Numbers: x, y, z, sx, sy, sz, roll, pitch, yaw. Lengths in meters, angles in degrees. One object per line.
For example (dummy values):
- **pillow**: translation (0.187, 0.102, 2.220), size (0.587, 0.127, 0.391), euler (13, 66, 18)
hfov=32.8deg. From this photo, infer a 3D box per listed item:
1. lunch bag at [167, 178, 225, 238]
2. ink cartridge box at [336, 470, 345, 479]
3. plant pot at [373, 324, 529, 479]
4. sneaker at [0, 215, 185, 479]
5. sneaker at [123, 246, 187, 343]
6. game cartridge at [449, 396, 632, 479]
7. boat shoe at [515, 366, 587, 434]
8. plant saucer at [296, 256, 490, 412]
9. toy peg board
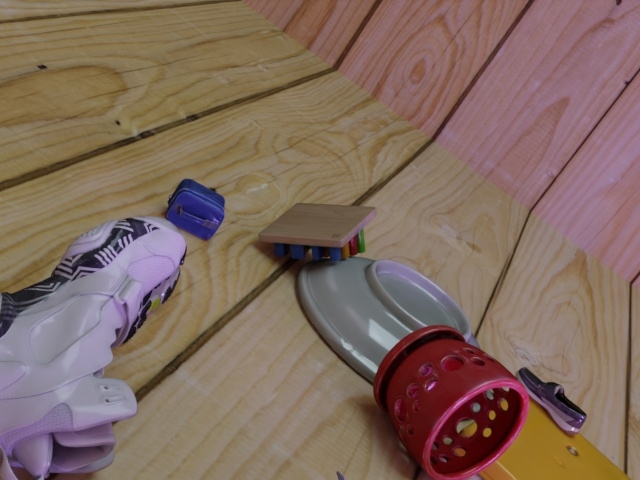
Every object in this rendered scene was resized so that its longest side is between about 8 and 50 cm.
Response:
- **lunch bag**: translation (-0.208, -0.053, 1.797), size (0.098, 0.067, 0.065), euler (26, 22, -19)
- **ink cartridge box**: translation (0.094, 0.425, 1.044), size (0.307, 0.072, 0.303), euler (53, 9, -35)
- **plant pot**: translation (0.183, 0.231, 1.608), size (0.191, 0.191, 0.174), euler (14, 23, -44)
- **sneaker**: translation (-0.248, 0.121, 1.184), size (0.210, 0.137, 0.366), euler (46, 47, 14)
- **sneaker**: translation (-0.278, 0.057, 1.451), size (0.118, 0.107, 0.279), euler (19, 16, 9)
- **game cartridge**: translation (0.379, 0.381, 1.782), size (0.285, 0.052, 0.324), euler (42, 24, 18)
- **boat shoe**: translation (0.408, 0.273, 1.911), size (0.152, 0.049, 0.056), euler (46, 24, 27)
- **plant saucer**: translation (0.150, 0.136, 1.887), size (0.400, 0.100, 0.400), euler (30, 22, -13)
- **toy peg board**: translation (0.000, 0.000, 1.931), size (0.161, 0.079, 0.160), euler (4, 24, 25)
